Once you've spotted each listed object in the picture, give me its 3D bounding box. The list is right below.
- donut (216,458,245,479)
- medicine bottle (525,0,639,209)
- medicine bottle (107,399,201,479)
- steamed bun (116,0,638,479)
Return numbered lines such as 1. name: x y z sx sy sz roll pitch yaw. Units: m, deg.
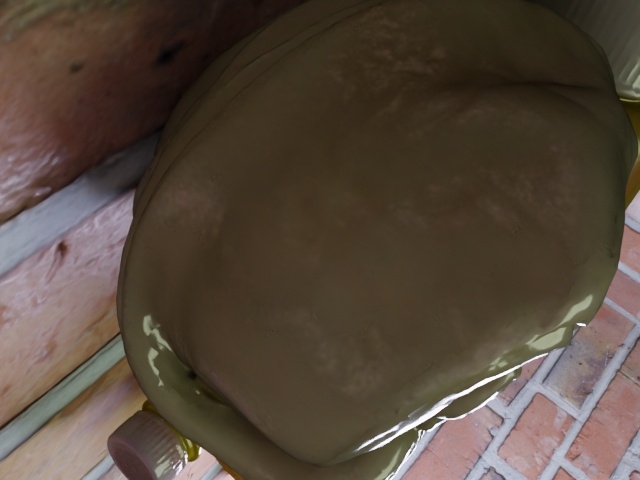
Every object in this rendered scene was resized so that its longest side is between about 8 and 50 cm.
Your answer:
1. donut: 0.003 0.157 1.052 0.435 0.163 0.378 -57 163 21
2. medicine bottle: 0.206 -0.114 0.731 0.224 0.224 0.384 -36 155 -48
3. medicine bottle: -0.107 0.150 0.771 0.212 0.122 0.121 -39 159 -40
4. steamed bun: 0.018 -0.019 0.515 0.342 0.255 0.367 -54 -179 25
